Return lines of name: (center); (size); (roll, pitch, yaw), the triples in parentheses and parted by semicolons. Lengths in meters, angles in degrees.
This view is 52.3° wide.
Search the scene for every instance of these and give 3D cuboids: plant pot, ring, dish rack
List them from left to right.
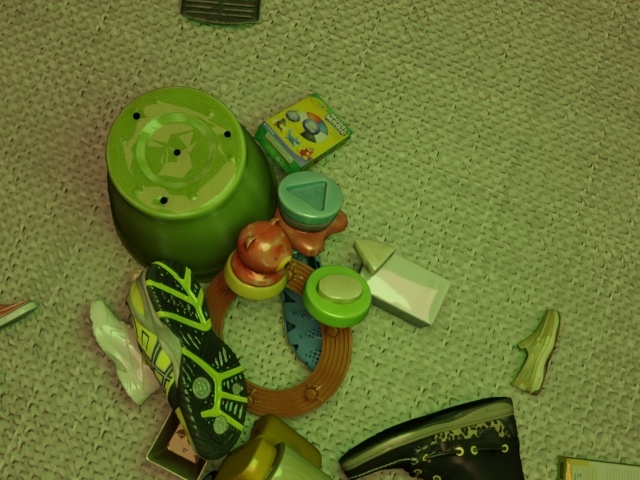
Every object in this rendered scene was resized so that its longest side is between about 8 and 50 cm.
plant pot: (-0.264, 0.400, 1.292); (0.109, 0.096, 0.109); (28, 79, 1)
plant pot: (-0.257, -0.122, 1.265); (0.366, 0.353, 0.366); (1, 78, -5)
dish rack: (-0.227, -0.632, 1.511); (0.208, 0.074, 0.271); (3, 79, -4)
ring: (-0.102, 0.195, 1.302); (0.337, 0.032, 0.336); (2, 97, 19)

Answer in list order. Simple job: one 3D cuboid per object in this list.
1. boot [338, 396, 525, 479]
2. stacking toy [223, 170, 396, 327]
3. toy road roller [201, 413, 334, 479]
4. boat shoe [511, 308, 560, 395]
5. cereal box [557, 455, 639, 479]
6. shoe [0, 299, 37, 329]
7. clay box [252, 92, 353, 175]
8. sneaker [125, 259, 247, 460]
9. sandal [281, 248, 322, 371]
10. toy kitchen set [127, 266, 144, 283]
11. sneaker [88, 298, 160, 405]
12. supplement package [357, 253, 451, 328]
boot: (0.251, 0.494, 1.303); (0.377, 0.138, 0.284); (-15, 81, -13)
stacking toy: (0.000, 0.000, 1.230); (0.279, 0.130, 0.309); (26, 47, 9)
toy road roller: (-0.077, 0.431, 1.200); (0.202, 0.329, 0.240); (40, 46, -8)
boat shoe: (0.461, 0.232, 1.407); (0.072, 0.068, 0.190); (18, 78, 11)
cereal box: (0.616, 0.553, 1.362); (0.240, 0.047, 0.173); (9, 78, -4)
shoe: (-0.674, 0.146, 1.323); (0.178, 0.063, 0.081); (-27, 87, -5)
clay box: (-0.026, -0.236, 1.414); (0.127, 0.053, 0.222); (47, 50, 3)
sneaker: (-0.260, 0.232, 1.256); (0.145, 0.147, 0.384); (-8, 73, -47)
sandal: (-0.029, 0.127, 1.348); (0.126, 0.138, 0.317); (-21, 83, -11)
toy kitchen set: (-0.355, 0.109, 1.352); (0.083, 0.075, 0.068); (27, 79, 5)
sneaker: (-0.385, 0.211, 1.333); (0.115, 0.090, 0.232); (-31, 92, -17)
supplement package: (0.165, 0.099, 1.384); (0.179, 0.105, 0.105); (27, 78, 0)
